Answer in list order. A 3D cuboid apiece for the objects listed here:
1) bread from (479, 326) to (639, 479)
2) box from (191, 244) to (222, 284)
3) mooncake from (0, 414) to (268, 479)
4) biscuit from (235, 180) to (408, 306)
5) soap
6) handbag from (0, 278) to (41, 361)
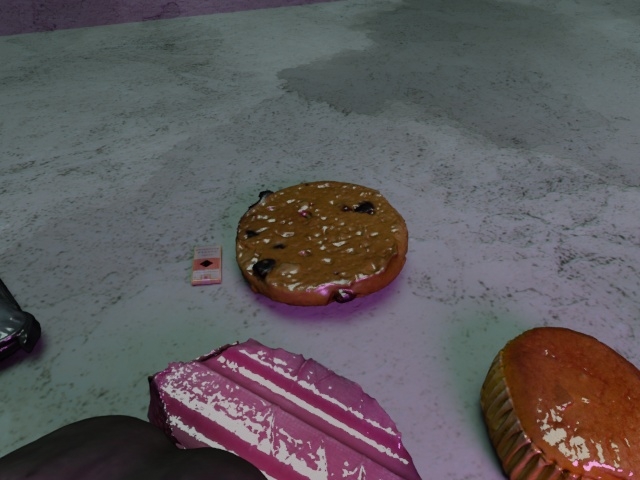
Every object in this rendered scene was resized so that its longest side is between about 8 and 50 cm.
[{"bbox_3d":[0.279,0.189,0.548,0.199,0.104,0.199,2,39,-2],"label":"bread"},{"bbox_3d":[-0.182,0.038,0.797,0.046,0.012,0.083,-4,38,-7],"label":"box"},{"bbox_3d":[-0.129,0.270,0.321,0.305,0.306,0.154,11,3,13],"label":"mooncake"},{"bbox_3d":[0.000,0.001,0.795,0.295,0.075,0.296,-4,39,3],"label":"biscuit"},{"bbox_3d":[-0.043,0.210,0.476,0.289,0.112,0.182,26,41,9],"label":"soap"},{"bbox_3d":[-0.537,0.097,0.682,0.332,0.075,0.191,28,43,34],"label":"handbag"}]
